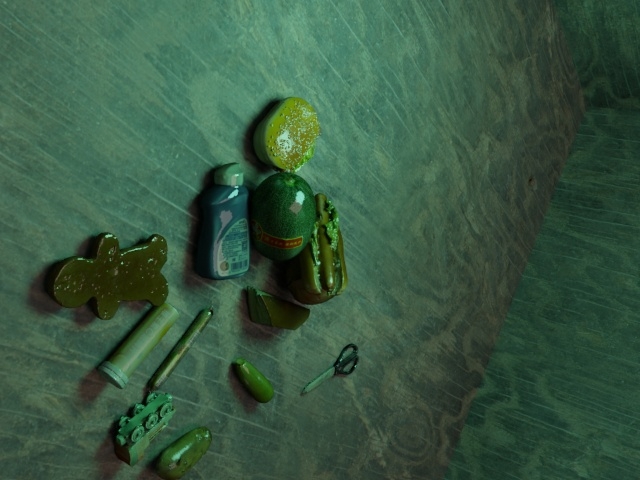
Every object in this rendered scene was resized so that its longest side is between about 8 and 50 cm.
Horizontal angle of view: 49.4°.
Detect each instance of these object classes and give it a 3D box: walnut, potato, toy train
[{"bbox_3d":[-0.016,0.102,2.035,0.207,0.167,0.168,-14,114,-54],"label":"walnut"},{"bbox_3d":[-0.358,0.556,1.819,0.188,0.085,0.105,-35,150,-46],"label":"potato"},{"bbox_3d":[-0.428,0.455,1.705,0.176,0.074,0.119,-40,142,-44],"label":"toy train"}]

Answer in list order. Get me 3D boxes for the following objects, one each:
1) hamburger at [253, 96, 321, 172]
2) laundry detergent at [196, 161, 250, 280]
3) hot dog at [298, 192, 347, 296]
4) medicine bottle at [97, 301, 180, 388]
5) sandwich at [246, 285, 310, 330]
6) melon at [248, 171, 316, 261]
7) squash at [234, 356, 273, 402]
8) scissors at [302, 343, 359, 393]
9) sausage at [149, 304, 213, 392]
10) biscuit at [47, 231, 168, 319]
[{"bbox_3d":[-0.083,-0.277,1.841,0.210,0.116,0.173,-54,137,-26],"label":"hamburger"},{"bbox_3d":[-0.241,-0.051,1.746,0.143,0.094,0.290,-8,106,-44],"label":"laundry detergent"},{"bbox_3d":[0.000,0.000,1.944,0.100,0.135,0.338,110,-22,-53],"label":"hot dog"},{"bbox_3d":[-0.422,0.240,1.629,0.218,0.073,0.074,-53,139,-29],"label":"medicine bottle"},{"bbox_3d":[-0.126,0.203,1.985,0.258,0.094,0.096,25,79,-52],"label":"sandwich"},{"bbox_3d":[-0.101,-0.067,1.815,0.182,0.182,0.288,-38,153,-39],"label":"melon"},{"bbox_3d":[-0.191,0.402,1.999,0.066,0.066,0.201,-52,135,-27],"label":"squash"},{"bbox_3d":[0.036,0.446,2.350,0.300,0.022,0.109,-26,119,-44],"label":"scissors"},{"bbox_3d":[-0.350,0.273,1.764,0.269,0.032,0.033,-56,140,-24],"label":"sausage"},{"bbox_3d":[-0.461,0.076,1.532,0.301,0.049,0.197,-11,107,-51],"label":"biscuit"}]
